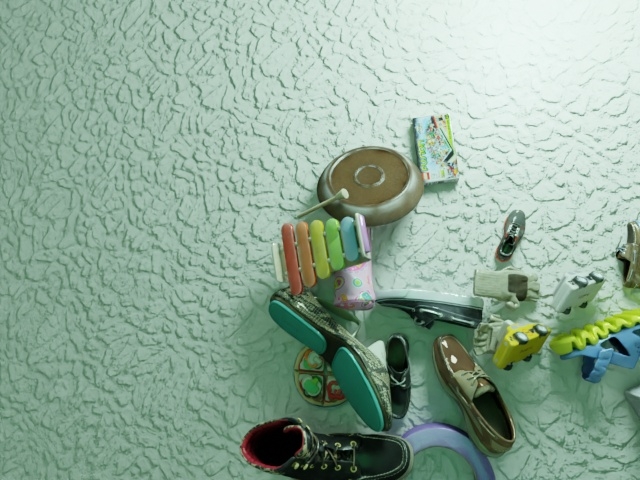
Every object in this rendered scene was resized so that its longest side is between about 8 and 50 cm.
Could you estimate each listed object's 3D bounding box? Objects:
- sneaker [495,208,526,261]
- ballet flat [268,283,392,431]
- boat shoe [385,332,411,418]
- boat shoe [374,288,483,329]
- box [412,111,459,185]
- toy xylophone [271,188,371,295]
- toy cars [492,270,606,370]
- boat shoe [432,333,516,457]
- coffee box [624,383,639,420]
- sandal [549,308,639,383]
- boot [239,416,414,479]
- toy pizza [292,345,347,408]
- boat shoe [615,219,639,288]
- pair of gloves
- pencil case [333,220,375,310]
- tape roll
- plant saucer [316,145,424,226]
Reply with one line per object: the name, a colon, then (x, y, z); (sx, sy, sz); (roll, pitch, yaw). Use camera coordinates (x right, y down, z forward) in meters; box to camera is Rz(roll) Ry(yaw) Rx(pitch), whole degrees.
sneaker: (0.535, -0.016, 1.376); (0.061, 0.065, 0.158); (18, 84, 14)
ballet flat: (0.063, 0.284, 1.358); (0.182, 0.164, 0.483); (-27, 59, -36)
boat shoe: (0.207, 0.373, 1.364); (0.084, 0.079, 0.233); (1, 82, 10)
boat shoe: (0.293, 0.194, 1.370); (0.301, 0.108, 0.102); (6, 80, 5)
box: (0.341, -0.271, 1.475); (0.114, 0.036, 0.207); (-8, 79, 10)
toy xylophone: (0.000, 0.000, 1.339); (0.322, 0.081, 0.236); (-28, 68, 33)
toy cars: (0.569, 0.185, 1.265); (0.393, 0.176, 0.087); (-39, 50, -9)
boat shoe: (0.401, 0.380, 1.273); (0.123, 0.116, 0.324); (-15, 62, -23)
coffee box: (0.967, 0.437, 1.068); (0.334, 0.338, 0.338); (-26, 76, 5)
sandal: (0.762, 0.263, 1.260); (0.317, 0.126, 0.138); (-24, 80, 14)
boot: (0.014, 0.528, 1.231); (0.377, 0.284, 0.138); (-11, 55, 26)
toy pizza: (0.015, 0.381, 1.423); (0.201, 0.032, 0.201); (-2, 80, 11)
boat shoe: (0.823, 0.037, 1.310); (0.066, 0.066, 0.183); (-3, 79, 12)
pair of gloves: (0.498, 0.191, 1.329); (0.204, 0.042, 0.240); (0, 85, -15)
pencil case: (0.095, 0.055, 1.402); (0.124, 0.124, 0.284); (-3, 68, 11)
tape roll: (0.310, 0.624, 1.292); (0.274, 0.090, 0.275); (-2, 80, 11)
plant saucer: (0.140, -0.172, 1.423); (0.310, 0.050, 0.311); (-5, 53, 6)
